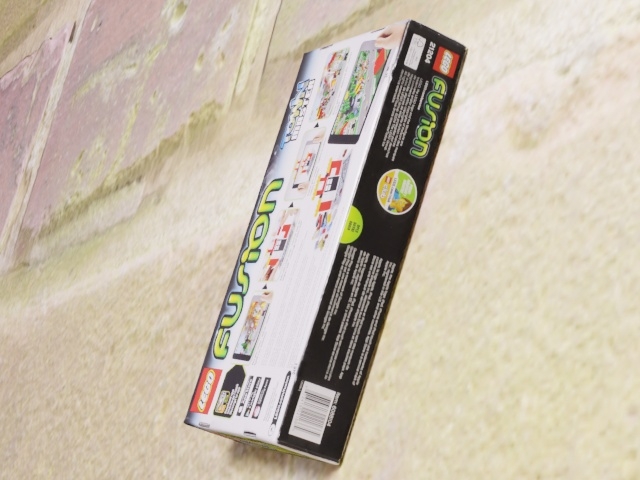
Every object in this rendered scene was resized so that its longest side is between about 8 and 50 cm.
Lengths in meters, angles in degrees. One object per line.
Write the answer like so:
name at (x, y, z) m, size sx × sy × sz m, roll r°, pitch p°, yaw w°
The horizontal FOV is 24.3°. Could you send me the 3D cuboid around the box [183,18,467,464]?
box at (0.000, 0.000, 0.726) m, size 0.114 × 0.036 × 0.207 m, roll -3°, pitch 67°, yaw 64°
